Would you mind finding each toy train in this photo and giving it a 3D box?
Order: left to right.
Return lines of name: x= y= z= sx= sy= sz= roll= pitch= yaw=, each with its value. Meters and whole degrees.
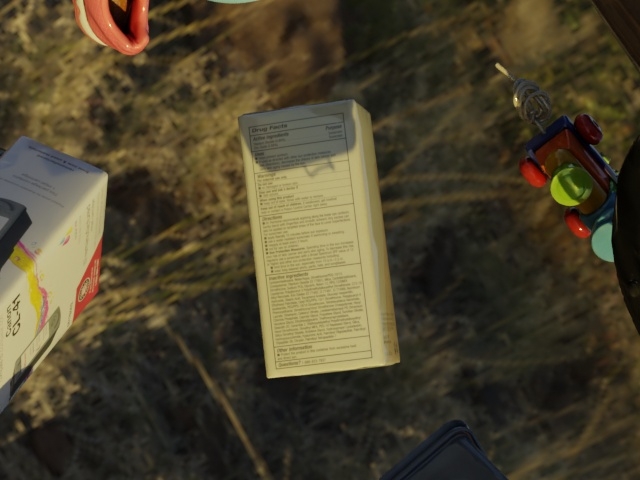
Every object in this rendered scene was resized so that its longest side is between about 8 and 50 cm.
toy train: x=0.279 y=-0.089 z=1.645 sx=0.248 sy=0.105 sz=0.143 roll=46 pitch=20 yaw=-15

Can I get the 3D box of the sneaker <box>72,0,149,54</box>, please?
sneaker: x=-0.264 y=-0.384 z=1.826 sx=0.136 sy=0.116 sz=0.313 roll=44 pitch=-31 yaw=52

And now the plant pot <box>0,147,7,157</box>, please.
plant pot: x=-0.556 y=-0.048 z=1.945 sx=0.187 sy=0.188 sz=0.167 roll=22 pitch=21 yaw=21

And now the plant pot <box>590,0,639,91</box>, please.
plant pot: x=0.447 y=-0.309 z=1.753 sx=0.229 sy=0.263 sz=0.263 roll=49 pitch=17 yaw=21

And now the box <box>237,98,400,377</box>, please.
box: x=0.000 y=0.000 z=1.680 sx=0.121 sy=0.148 sz=0.311 roll=15 pitch=70 yaw=-77

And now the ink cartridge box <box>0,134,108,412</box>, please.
ink cartridge box: x=-0.380 y=0.061 z=1.669 sx=0.131 sy=0.226 sz=0.306 roll=23 pitch=46 yaw=8

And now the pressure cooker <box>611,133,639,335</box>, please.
pressure cooker: x=0.546 y=-0.020 z=1.369 sx=0.420 sy=0.375 sz=0.370 roll=-21 pitch=73 yaw=-26

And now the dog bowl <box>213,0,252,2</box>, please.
dog bowl: x=-0.057 y=-0.363 z=1.339 sx=0.074 sy=0.166 sz=0.297 roll=64 pitch=37 yaw=-56

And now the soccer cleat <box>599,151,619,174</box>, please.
soccer cleat: x=0.394 y=-0.037 z=1.906 sx=0.179 sy=0.072 sz=0.060 roll=52 pitch=5 yaw=-6

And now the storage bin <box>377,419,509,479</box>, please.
storage bin: x=0.112 y=0.242 z=1.238 sx=0.091 sy=0.135 sz=0.098 roll=37 pitch=-19 yaw=54
